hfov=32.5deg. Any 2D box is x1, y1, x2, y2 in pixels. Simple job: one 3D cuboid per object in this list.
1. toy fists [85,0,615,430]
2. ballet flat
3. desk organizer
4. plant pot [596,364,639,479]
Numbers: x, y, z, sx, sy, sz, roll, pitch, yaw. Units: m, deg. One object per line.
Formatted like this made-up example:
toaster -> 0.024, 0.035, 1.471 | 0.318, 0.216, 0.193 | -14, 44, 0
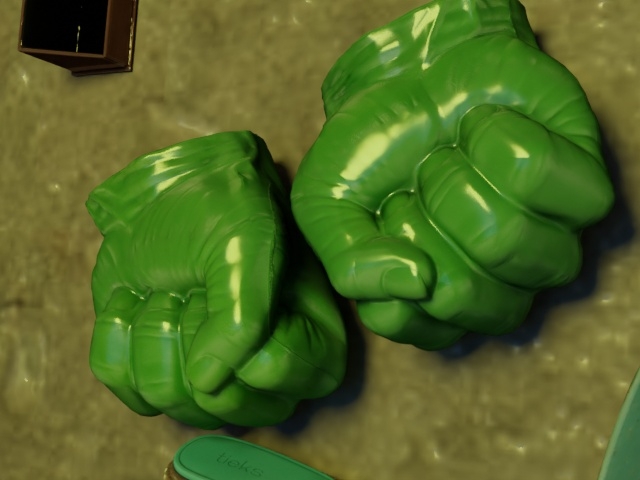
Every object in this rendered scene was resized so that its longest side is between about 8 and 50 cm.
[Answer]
toy fists -> 0.000, 0.000, 0.521 | 0.279, 0.096, 0.142 | -25, 72, 23
ballet flat -> 0.015, 0.150, 0.517 | 0.206, 0.073, 0.067 | 15, 117, 33
desk organizer -> -0.140, -0.168, 0.649 | 0.047, 0.050, 0.130 | 0, 83, 30
plant pot -> 0.212, 0.140, 0.305 | 0.195, 0.290, 0.290 | 12, 89, -6
